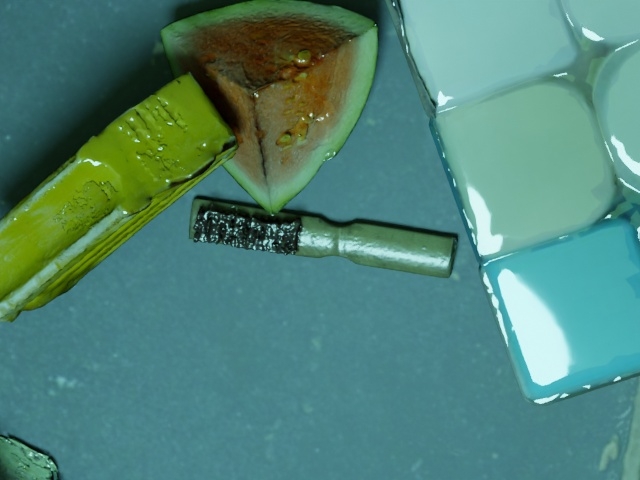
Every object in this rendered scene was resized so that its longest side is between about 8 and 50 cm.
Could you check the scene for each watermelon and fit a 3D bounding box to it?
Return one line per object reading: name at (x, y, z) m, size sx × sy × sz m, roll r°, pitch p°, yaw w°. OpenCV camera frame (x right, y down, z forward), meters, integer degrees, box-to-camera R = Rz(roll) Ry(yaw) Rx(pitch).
watermelon at (-0.031, -0.142, 1.395) m, size 0.145 × 0.137 × 0.193 m, roll -34°, pitch 97°, yaw -21°

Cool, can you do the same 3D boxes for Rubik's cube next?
Rubik's cube at (0.268, -0.115, 1.232) m, size 0.347 × 0.344 × 0.347 m, roll -17°, pitch 99°, yaw 11°

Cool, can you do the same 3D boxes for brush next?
brush at (0.000, 0.000, 1.442) m, size 0.248 × 0.036 × 0.043 m, roll 9°, pitch 106°, yaw 5°

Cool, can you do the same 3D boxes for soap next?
soap at (-0.181, -0.040, 1.362) m, size 0.257 × 0.160 × 0.080 m, roll -38°, pitch 90°, yaw 29°

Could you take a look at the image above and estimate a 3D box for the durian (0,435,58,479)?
durian at (-0.319, 0.263, 1.491) m, size 0.306 × 0.166 × 0.172 m, roll 25°, pitch 133°, yaw 8°
